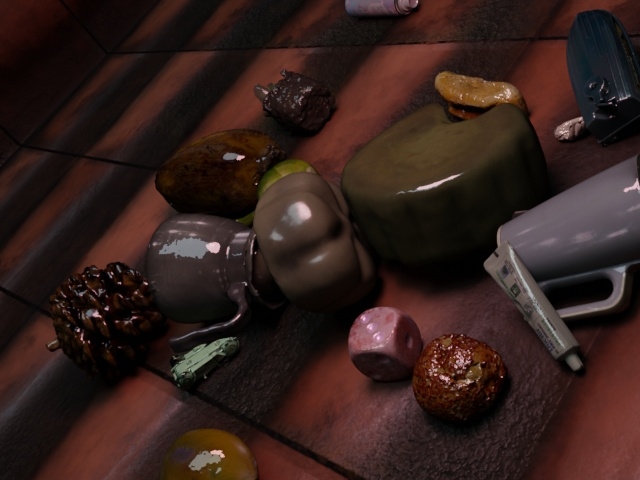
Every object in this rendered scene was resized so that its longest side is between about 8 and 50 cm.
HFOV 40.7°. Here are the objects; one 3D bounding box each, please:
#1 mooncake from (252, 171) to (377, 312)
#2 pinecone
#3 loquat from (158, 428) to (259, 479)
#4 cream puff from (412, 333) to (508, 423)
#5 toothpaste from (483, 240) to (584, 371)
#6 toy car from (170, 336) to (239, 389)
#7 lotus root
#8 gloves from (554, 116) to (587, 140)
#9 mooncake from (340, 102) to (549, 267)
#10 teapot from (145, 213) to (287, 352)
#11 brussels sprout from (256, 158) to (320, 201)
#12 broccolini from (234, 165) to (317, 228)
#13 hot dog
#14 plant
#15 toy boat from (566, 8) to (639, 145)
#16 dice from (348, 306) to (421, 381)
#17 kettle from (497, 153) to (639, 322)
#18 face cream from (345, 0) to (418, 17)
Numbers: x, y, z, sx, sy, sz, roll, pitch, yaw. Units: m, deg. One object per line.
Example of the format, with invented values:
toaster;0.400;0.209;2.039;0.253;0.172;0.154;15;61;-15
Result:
mooncake;0.000;0.000;1.554;0.135;0.275;0.275;-28;36;21
pinecone;-0.453;0.156;1.811;0.243;0.243;0.257;18;69;51
loquat;-0.177;0.381;1.395;0.195;0.152;0.152;3;52;34
cream puff;0.203;0.199;1.294;0.149;0.084;0.149;-24;40;21
toothpaste;0.316;0.100;1.268;0.218;0.041;0.064;59;135;27
toy car;-0.225;0.228;1.683;0.143;0.054;0.073;-35;35;-7
lotus root;-0.234;-0.163;2.018;0.398;0.179;0.195;-4;50;42
gloves;0.452;-0.202;1.557;0.081;0.037;0.044;-16;50;64
mooncake;0.216;-0.099;1.510;0.351;0.187;0.351;-18;30;11
teapot;-0.188;0.059;1.663;0.285;0.223;0.305;-5;13;25
brussels sprout;-0.060;-0.105;1.850;0.155;0.117;0.155;-6;61;10
broccolini;-0.119;-0.055;1.786;0.392;0.079;0.073;-32;40;42
hot dog;0.310;-0.283;1.736;0.073;0.084;0.242;-46;36;-11
plant;-0.067;-0.337;2.110;0.203;0.142;0.131;18;73;41
toy boat;0.511;-0.310;1.544;0.114;0.122;0.296;-37;40;39
dice;0.105;0.169;1.408;0.091;0.094;0.093;-12;42;35
kettle;0.402;0.014;1.292;0.243;0.160;0.210;-25;64;32
face cream;0.164;-0.625;2.263;0.229;0.075;0.075;15;62;51
